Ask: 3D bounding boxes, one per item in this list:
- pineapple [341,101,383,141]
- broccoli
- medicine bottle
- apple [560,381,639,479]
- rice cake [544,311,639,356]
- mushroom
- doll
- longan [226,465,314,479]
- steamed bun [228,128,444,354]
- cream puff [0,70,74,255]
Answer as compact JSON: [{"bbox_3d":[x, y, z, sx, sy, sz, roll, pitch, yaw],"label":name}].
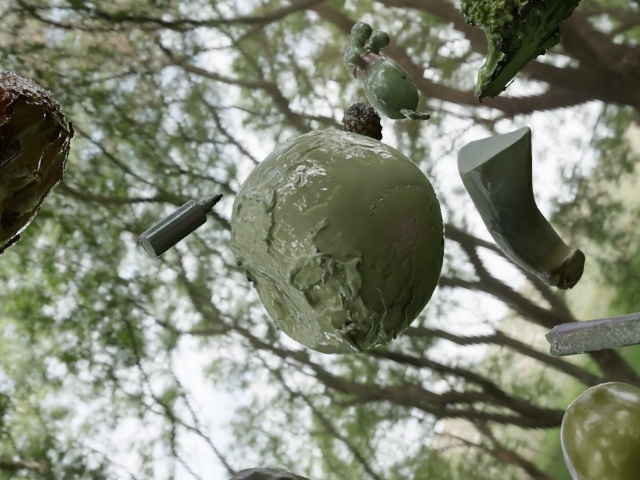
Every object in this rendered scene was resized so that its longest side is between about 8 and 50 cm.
[{"bbox_3d":[0.097,-0.209,2.186,0.221,0.083,0.103,69,-171,-49],"label":"pineapple"},{"bbox_3d":[0.341,-0.420,1.987,0.242,0.180,0.273,-11,-33,-51],"label":"broccoli"},{"bbox_3d":[-0.273,-0.040,2.120,0.199,0.057,0.057,-38,-33,-26],"label":"medicine bottle"},{"bbox_3d":[0.604,0.412,2.078,0.262,0.262,0.262,-55,-24,-39],"label":"apple"},{"bbox_3d":[0.432,0.128,1.486,0.055,0.270,0.049,-4,-99,-37],"label":"rice cake"},{"bbox_3d":[0.443,-0.049,2.290,0.397,0.177,0.126,59,-149,-26],"label":"mushroom"},{"bbox_3d":[0.139,-0.353,2.335,0.113,0.275,0.155,-39,-25,27],"label":"doll"},{"bbox_3d":[-0.102,0.748,2.393,0.436,0.404,0.404,-74,-10,-46],"label":"longan"},{"bbox_3d":[0.052,-0.003,1.568,0.312,0.233,0.334,-47,-58,-21],"label":"steamed bun"},{"bbox_3d":[-0.545,-0.115,1.613,0.350,0.229,0.350,-57,-7,-12],"label":"cream puff"}]
